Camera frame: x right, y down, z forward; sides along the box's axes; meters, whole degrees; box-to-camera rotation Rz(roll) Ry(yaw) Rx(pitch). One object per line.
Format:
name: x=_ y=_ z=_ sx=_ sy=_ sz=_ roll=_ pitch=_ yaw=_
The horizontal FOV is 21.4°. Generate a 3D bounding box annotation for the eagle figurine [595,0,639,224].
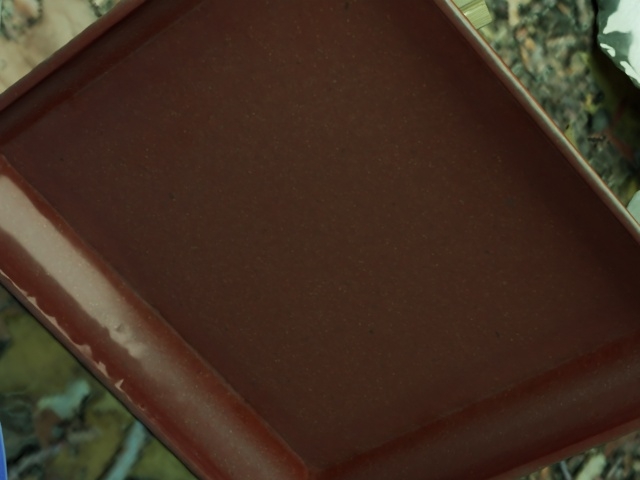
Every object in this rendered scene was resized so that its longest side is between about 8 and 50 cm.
eagle figurine: x=0.260 y=-0.128 z=0.914 sx=0.226 sy=0.225 sz=0.298 roll=74 pitch=10 yaw=-49

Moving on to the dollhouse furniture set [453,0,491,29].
dollhouse furniture set: x=0.047 y=-0.057 z=0.747 sx=0.101 sy=0.182 sz=0.161 roll=-30 pitch=99 yaw=-31

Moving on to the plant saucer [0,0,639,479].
plant saucer: x=0.000 y=0.000 z=0.688 sx=0.259 sy=0.258 sz=0.048 roll=48 pitch=38 yaw=-17

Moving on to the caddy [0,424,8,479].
caddy: x=-0.248 y=0.139 z=0.537 sx=0.241 sy=0.179 sz=0.341 roll=23 pitch=75 yaw=-56
